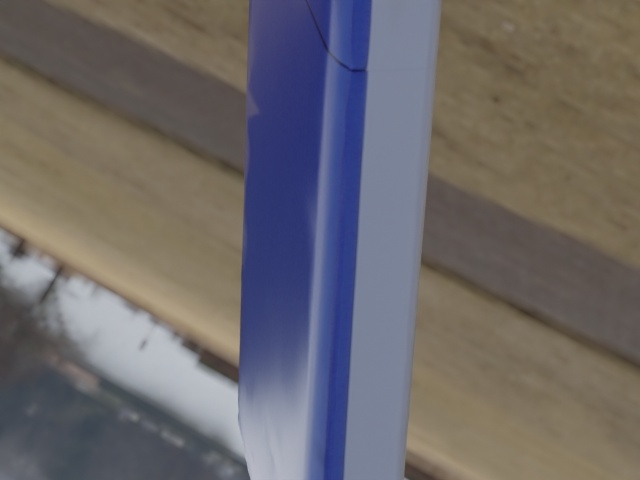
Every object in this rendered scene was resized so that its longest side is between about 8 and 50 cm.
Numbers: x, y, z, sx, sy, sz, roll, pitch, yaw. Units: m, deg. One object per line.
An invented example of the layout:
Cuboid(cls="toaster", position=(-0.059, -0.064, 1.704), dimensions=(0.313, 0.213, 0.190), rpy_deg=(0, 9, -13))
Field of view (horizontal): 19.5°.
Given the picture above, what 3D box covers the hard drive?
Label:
Cuboid(cls="hard drive", position=(0.000, 0.000, 0.769), dimensions=(0.040, 0.319, 0.210), rpy_deg=(-3, -148, -10))
